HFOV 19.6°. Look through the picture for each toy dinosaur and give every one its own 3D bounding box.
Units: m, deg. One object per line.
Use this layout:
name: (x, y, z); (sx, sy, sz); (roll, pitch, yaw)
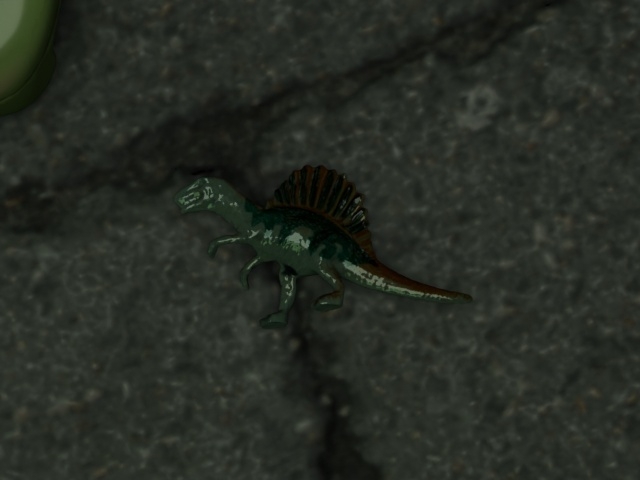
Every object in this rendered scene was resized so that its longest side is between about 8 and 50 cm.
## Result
toy dinosaur: (0.001, -0.001, 1.220); (0.187, 0.044, 0.106); (-7, 71, 2)

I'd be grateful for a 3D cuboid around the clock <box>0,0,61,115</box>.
clock: (-0.284, -0.266, 1.202); (0.286, 0.117, 0.348); (13, 86, 2)
